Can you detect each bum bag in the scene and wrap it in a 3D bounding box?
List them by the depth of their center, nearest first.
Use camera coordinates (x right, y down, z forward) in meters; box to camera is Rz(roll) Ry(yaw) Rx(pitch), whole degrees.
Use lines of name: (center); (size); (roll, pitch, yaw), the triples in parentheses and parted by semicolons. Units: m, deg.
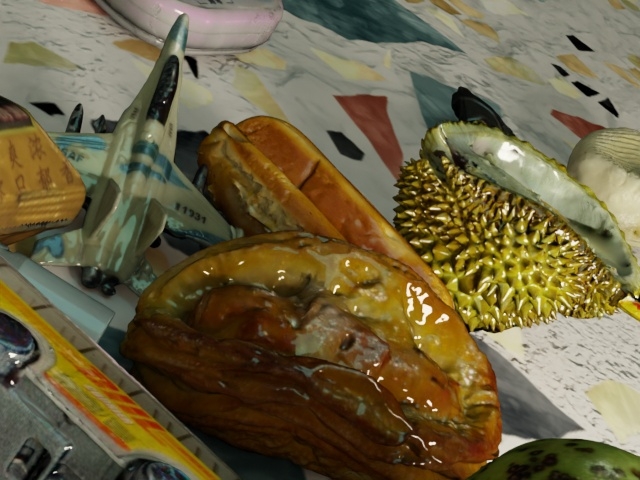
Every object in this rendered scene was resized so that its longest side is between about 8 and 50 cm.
bum bag: (0.166, -0.098, 1.491); (0.087, 0.049, 0.197); (50, 21, -20)

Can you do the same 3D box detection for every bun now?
bun: (0.341, -0.045, 1.524); (0.183, 0.102, 0.183); (10, 24, -5)

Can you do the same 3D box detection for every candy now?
candy: (-0.290, -0.080, 0.920); (0.271, 0.101, 0.143); (31, 16, 15)

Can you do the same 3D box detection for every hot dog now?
hot dog: (0.005, 0.080, 0.940); (0.259, 0.114, 0.175); (23, 39, -19)
hot dog: (0.000, 0.000, 1.119); (0.115, 0.072, 0.269); (-3, 45, -50)

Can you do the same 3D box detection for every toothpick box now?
toothpick box: (-0.174, 0.044, 0.885); (0.083, 0.052, 0.052); (32, 27, -5)

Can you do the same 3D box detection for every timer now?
timer: (-0.144, -0.250, 1.386); (0.191, 0.069, 0.208); (44, 30, 21)

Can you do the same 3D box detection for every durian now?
durian: (0.162, 0.017, 1.191); (0.237, 0.138, 0.193); (42, 25, 24)

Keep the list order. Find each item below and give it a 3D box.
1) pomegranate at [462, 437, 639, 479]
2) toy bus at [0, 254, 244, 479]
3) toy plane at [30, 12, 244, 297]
pomegranate: (0.143, 0.222, 0.761); (0.204, 0.222, 0.276); (29, 3, 32)
toy bus: (-0.133, 0.113, 0.781); (0.268, 0.092, 0.106); (40, 18, 16)
toy plane: (-0.132, -0.065, 1.056); (0.192, 0.088, 0.262); (26, 42, -18)
